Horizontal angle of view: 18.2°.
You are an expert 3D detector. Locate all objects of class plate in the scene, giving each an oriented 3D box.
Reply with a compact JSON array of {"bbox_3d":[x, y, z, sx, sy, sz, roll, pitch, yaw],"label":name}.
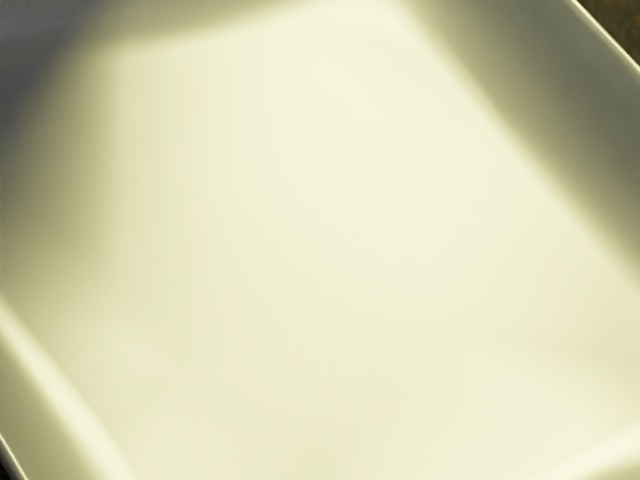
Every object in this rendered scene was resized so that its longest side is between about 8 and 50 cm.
[{"bbox_3d":[0.000,0.000,0.603,0.277,0.045,0.278,-19,57,-34],"label":"plate"}]
